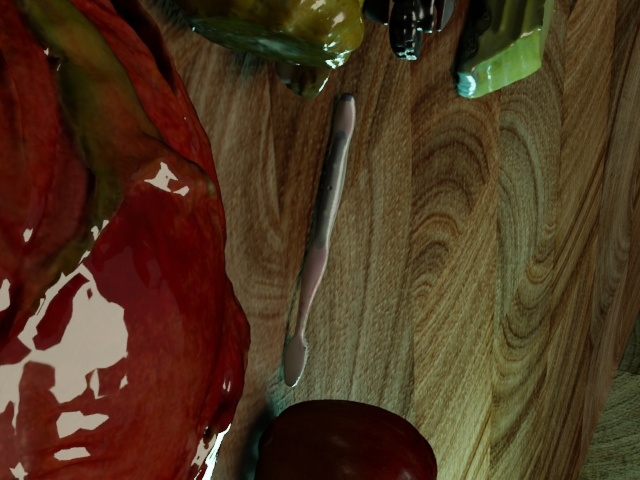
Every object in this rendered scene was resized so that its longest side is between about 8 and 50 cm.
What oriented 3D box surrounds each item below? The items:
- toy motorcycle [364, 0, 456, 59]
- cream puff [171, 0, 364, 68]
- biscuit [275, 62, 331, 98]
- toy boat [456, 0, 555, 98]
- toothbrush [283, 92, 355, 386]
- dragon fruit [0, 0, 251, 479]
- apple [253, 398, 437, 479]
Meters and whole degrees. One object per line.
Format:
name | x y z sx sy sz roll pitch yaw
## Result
toy motorcycle | 0.088 -0.256 1.517 0.213 0.082 0.122 -74 172 -54
cream puff | -0.028 -0.183 1.119 0.146 0.146 0.116 40 63 -70
biscuit | 0.002 -0.212 1.255 0.181 0.049 0.208 -121 -132 -78
toy boat | 0.230 -0.285 1.912 0.111 0.084 0.276 69 36 -63
toothbrush | 0.000 0.000 1.509 0.027 0.021 0.269 -26 128 -83
dragon fruit | -0.160 0.031 0.650 0.277 0.277 0.342 -46 145 -58
apple | 0.020 0.211 1.495 0.147 0.158 0.156 -66 165 12
